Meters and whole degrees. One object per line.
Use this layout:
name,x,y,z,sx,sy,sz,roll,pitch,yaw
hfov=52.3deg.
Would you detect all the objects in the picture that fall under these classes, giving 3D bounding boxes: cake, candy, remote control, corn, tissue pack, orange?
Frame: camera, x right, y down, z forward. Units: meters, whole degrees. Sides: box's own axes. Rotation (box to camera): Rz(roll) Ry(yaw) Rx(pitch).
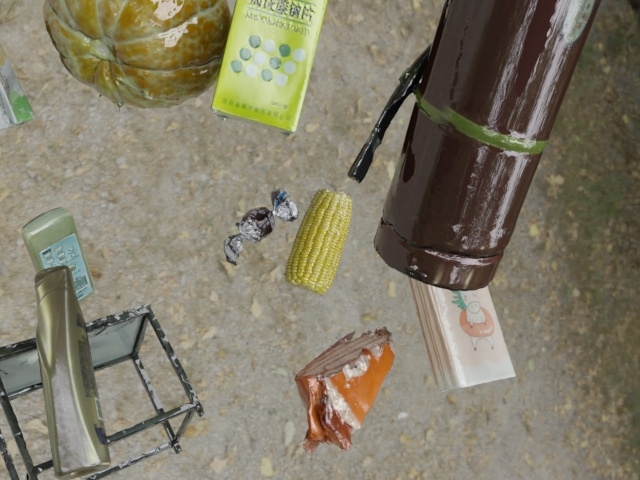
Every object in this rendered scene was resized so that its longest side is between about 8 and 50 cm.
cake,0.043,0.222,1.109,0.135,0.098,0.287,61,37,-19
candy,-0.110,-0.028,1.236,0.226,0.051,0.094,-39,129,-50
remote control,-0.508,0.043,1.275,0.098,0.038,0.233,-36,146,-33
corn,0.000,0.000,1.027,0.063,0.085,0.165,29,76,-40
tissue pack,-0.704,-0.337,1.350,0.159,0.145,0.229,-45,120,-55
tissue pack,0.240,0.100,1.181,0.170,0.071,0.325,2,68,-40
orange,-0.313,-0.381,1.124,0.329,0.329,0.249,47,45,-27

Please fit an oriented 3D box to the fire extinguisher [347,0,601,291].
fire extinguisher,0.110,-0.136,0.427,0.141,0.105,0.341,4,117,-19

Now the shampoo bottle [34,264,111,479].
shampoo bottle,-0.425,0.215,1.097,0.084,0.125,0.350,-13,71,-12

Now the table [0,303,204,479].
table,-0.459,0.335,1.311,0.335,0.222,0.272,-16,62,-36

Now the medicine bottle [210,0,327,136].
medicine bottle,-0.079,-0.301,1.028,0.137,0.141,0.250,14,96,-5

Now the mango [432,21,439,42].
mango,0.319,-0.411,1.411,0.359,0.144,0.187,-61,133,-79
